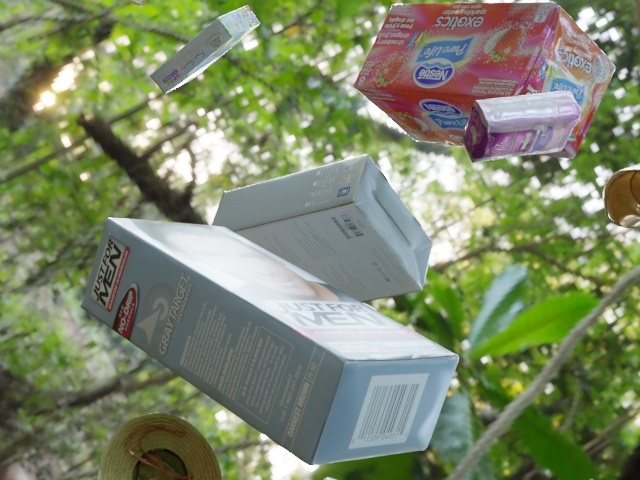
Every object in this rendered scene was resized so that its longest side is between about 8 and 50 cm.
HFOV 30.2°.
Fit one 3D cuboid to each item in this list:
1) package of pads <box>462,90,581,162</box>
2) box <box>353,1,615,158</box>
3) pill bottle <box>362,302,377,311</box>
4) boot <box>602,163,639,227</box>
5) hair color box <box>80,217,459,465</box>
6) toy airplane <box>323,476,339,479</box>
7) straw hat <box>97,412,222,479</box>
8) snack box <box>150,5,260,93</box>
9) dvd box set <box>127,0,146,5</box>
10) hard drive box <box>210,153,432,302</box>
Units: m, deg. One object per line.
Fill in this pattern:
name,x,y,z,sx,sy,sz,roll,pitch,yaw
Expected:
package of pads,0.156,-0.089,0.923,0.050,0.083,0.032,103,-25,-53
box,0.178,-0.182,1.330,0.128,0.123,0.256,35,-14,-38
pill bottle,0.024,0.200,1.723,0.119,0.119,0.209,97,-2,-62
boot,0.453,-0.019,1.473,0.295,0.104,0.211,91,-22,-63
hair color box,-0.062,0.095,1.254,0.374,0.185,0.114,27,-76,39
toy airplane,-0.084,0.522,1.520,0.272,0.386,0.384,26,-31,8
straw hat,-0.174,0.263,1.304,0.144,0.144,0.061,59,-8,9
snack box,-0.161,-0.268,1.666,0.141,0.100,0.037,-35,-84,29
dvd box set,-0.425,-0.458,1.514,0.307,0.062,0.420,45,15,25
hard drive box,0.000,0.000,1.555,0.232,0.089,0.181,-12,-46,31
